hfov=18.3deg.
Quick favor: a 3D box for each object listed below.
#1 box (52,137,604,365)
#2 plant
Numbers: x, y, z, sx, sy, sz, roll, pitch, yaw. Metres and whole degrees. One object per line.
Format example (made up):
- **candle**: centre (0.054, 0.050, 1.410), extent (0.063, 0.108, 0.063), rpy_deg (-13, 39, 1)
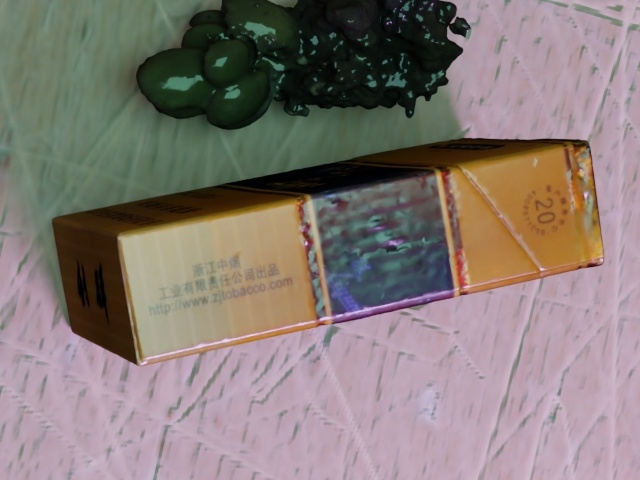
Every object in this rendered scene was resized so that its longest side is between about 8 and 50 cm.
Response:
- **box**: centre (0.000, 0.001, 0.978), extent (0.237, 0.152, 0.070), rpy_deg (-14, 97, -17)
- **plant**: centre (-0.011, -0.095, 1.013), extent (0.174, 0.085, 0.087), rpy_deg (-11, 72, -13)
